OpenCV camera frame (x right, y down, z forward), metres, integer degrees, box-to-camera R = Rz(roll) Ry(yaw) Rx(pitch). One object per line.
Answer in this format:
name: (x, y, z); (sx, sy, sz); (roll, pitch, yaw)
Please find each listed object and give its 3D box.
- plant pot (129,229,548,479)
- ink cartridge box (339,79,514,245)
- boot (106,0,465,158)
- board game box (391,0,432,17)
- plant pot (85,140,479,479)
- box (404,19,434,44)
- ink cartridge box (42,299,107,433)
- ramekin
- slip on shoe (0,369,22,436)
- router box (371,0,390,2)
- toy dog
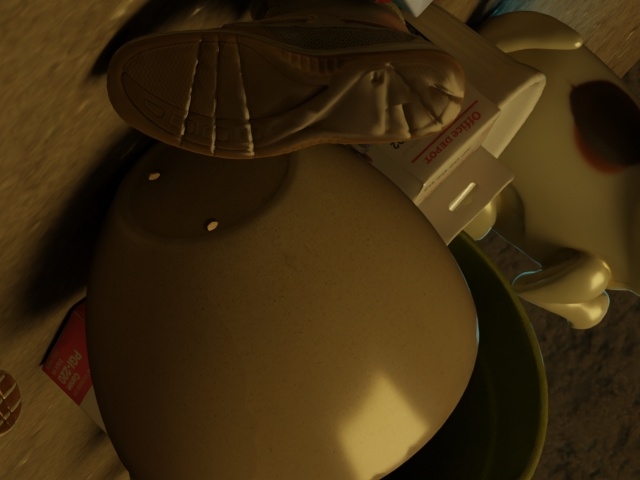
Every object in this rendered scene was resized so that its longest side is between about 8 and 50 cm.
plant pot: (-0.019, 0.180, 1.775); (0.366, 0.366, 0.353); (-40, 180, -41)
ink cartridge box: (0.068, -0.094, 1.387); (0.104, 0.181, 0.061); (-44, 170, -27)
boot: (-0.033, -0.117, 1.080); (0.165, 0.213, 0.077); (-117, -152, -61)
board game box: (0.058, -0.237, 0.923); (0.160, 0.039, 0.211); (-48, 147, -3)
plant pot: (-0.048, 0.024, 1.215); (0.284, 0.284, 0.191); (-44, 136, -24)
box: (0.036, -0.155, 1.292); (0.067, 0.083, 0.018); (-38, 166, -51)
ink cartridge box: (-0.092, 0.120, 1.423); (0.158, 0.218, 0.092); (-38, 167, -47)
ramekin: (0.064, -0.084, 1.571); (0.277, 0.135, 0.277); (-47, 172, -9)
slip on shoe: (-0.262, 0.132, 1.251); (0.041, 0.051, 0.135); (-9, -162, 23)
router box: (0.144, -0.303, 1.176); (0.301, 0.082, 0.335); (-51, 171, 19)
toy dog: (0.328, -0.074, 1.926); (0.284, 0.408, 0.395); (-52, 166, -40)
